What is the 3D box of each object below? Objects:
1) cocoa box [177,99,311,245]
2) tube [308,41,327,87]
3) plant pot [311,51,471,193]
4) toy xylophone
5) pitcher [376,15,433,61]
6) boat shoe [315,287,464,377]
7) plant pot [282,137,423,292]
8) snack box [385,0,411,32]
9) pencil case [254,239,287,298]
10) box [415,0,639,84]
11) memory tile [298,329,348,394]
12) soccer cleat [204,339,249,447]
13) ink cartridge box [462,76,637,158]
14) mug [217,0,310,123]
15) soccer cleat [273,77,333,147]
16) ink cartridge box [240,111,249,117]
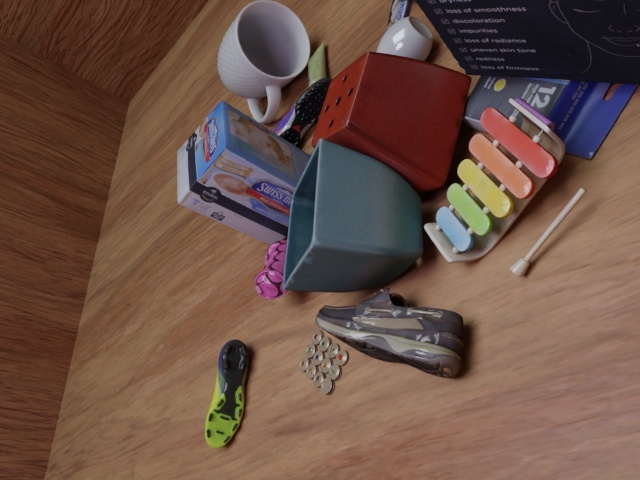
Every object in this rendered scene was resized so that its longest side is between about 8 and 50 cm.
[{"bbox_3d":[-0.203,-0.182,1.516,0.228,0.347,0.231,-41,41,28],"label":"cocoa box"},{"bbox_3d":[-0.010,-0.576,1.770,0.070,0.062,0.240,-8,48,5],"label":"tube"},{"bbox_3d":[0.137,-0.264,1.188,0.267,0.236,0.267,-10,61,64],"label":"plant pot"},{"bbox_3d":[0.333,-0.084,0.964,0.236,0.081,0.322,55,129,49],"label":"toy xylophone"},{"bbox_3d":[0.207,-0.458,1.382,0.207,0.125,0.177,-46,59,40],"label":"pitcher"},{"bbox_3d":[0.142,0.173,1.076,0.355,0.132,0.130,8,66,44],"label":"boat shoe"},{"bbox_3d":[0.077,-0.028,1.127,0.247,0.252,0.247,123,154,-59],"label":"plant pot"},{"bbox_3d":[0.235,-0.682,1.550,0.064,0.022,0.178,-7,64,48],"label":"snack box"},{"bbox_3d":[-0.121,0.079,1.414,0.098,0.095,0.209,-12,19,9],"label":"pencil case"},{"bbox_3d":[0.380,-0.473,0.763,0.480,0.472,0.297,20,88,39],"label":"box"},{"bbox_3d":[0.004,0.288,1.256,0.148,0.012,0.113,28,92,54],"label":"memory tile"},{"bbox_3d":[-0.253,0.420,1.460,0.121,0.093,0.289,128,152,-73],"label":"soccer cleat"},{"bbox_3d":[0.457,-0.335,1.021,0.303,0.072,0.307,-60,34,5],"label":"ink cartridge box"},{"bbox_3d":[-0.222,-0.611,1.908,0.328,0.276,0.374,-11,90,61],"label":"mug"},{"bbox_3d":[-0.067,-0.397,1.691,0.318,0.109,0.116,-51,34,22],"label":"soccer cleat"},{"bbox_3d":[-0.422,-0.369,2.150,0.261,0.066,0.296,6,74,53],"label":"ink cartridge box"}]
